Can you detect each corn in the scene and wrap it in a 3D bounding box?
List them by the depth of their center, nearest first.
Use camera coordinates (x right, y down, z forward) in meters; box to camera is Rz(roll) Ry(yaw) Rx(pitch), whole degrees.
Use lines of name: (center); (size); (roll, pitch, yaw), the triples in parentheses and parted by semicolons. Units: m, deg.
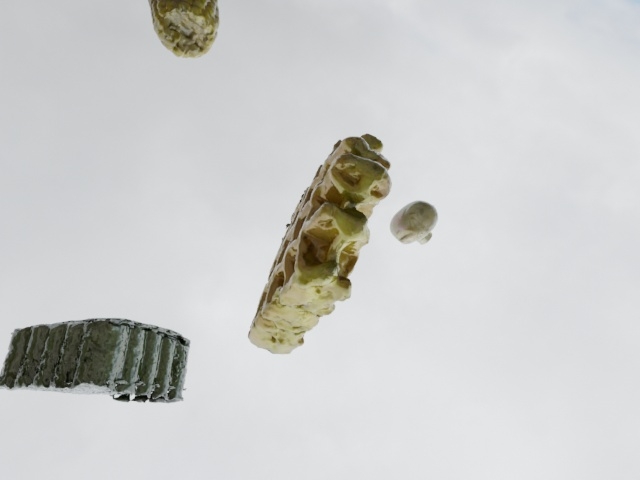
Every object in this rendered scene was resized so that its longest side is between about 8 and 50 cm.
corn: (-0.235, -0.429, 0.724); (0.120, 0.120, 0.364); (-4, -124, -20)

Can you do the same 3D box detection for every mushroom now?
mushroom: (0.154, -0.027, 0.713); (0.067, 0.083, 0.084); (45, -134, -14)

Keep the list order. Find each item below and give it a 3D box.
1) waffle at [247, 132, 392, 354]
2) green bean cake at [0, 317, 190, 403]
waffle: (0.000, 0.000, 0.394); (0.055, 0.211, 0.161); (24, -125, -10)
green bean cake: (-0.396, 0.222, 0.791); (0.254, 0.241, 0.132); (-8, -113, 22)
